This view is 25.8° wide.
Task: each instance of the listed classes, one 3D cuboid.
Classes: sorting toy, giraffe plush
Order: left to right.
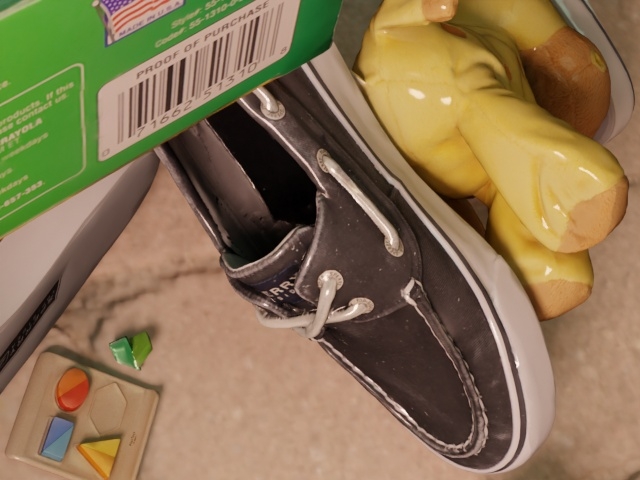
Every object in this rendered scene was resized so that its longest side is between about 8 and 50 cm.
[{"bbox_3d":[-0.108,0.074,0.663,0.062,0.012,0.083,20,56,-11],"label":"sorting toy"},{"bbox_3d":[0.084,-0.073,0.744,0.210,0.181,0.170,54,42,-8],"label":"giraffe plush"}]

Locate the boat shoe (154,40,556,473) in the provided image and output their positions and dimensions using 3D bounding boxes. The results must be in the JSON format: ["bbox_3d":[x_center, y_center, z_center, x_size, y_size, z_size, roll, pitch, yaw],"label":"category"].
[{"bbox_3d":[0.000,0.000,0.656,0.301,0.108,0.102,58,42,-10],"label":"boat shoe"}]

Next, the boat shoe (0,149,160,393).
[{"bbox_3d":[-0.185,0.028,0.598,0.105,0.113,0.306,30,52,3],"label":"boat shoe"}]

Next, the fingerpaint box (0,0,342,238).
[{"bbox_3d":[-0.266,-0.141,0.502,0.445,0.163,0.371,-32,73,-21],"label":"fingerpaint box"}]

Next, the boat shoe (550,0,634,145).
[{"bbox_3d":[0.117,-0.173,0.852,0.084,0.095,0.258,-28,77,-29],"label":"boat shoe"}]
